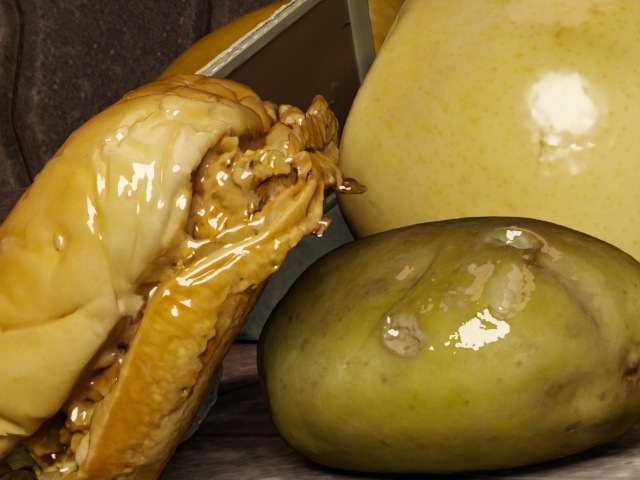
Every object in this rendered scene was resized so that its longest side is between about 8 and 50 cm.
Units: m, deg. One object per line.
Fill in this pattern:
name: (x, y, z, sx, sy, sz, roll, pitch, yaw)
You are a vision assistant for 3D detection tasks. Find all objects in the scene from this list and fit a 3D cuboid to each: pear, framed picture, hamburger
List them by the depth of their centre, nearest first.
hamburger: (-0.103, 0.020, 1.147, 0.318, 0.158, 0.318, -53, 4, 5)
pear: (0.158, -0.059, 1.345, 0.309, 0.309, 0.309, -8, 7, 1)
framed picture: (-0.050, -0.060, 1.412, 0.232, 0.019, 0.296, -39, -23, -13)

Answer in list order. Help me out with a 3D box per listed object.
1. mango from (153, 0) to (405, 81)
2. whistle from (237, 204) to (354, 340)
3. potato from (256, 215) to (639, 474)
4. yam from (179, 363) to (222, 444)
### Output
mango: (-0.023, -0.085, 1.966, 0.445, 0.301, 0.220, -25, 24, 30)
whistle: (0.035, -0.009, 1.697, 0.405, 0.168, 0.188, 3, 13, 36)
potato: (0.081, 0.061, 1.152, 0.197, 0.148, 0.228, 1, -3, -38)
yam: (-0.174, 0.073, 1.422, 0.133, 0.133, 0.330, -10, 6, -20)
